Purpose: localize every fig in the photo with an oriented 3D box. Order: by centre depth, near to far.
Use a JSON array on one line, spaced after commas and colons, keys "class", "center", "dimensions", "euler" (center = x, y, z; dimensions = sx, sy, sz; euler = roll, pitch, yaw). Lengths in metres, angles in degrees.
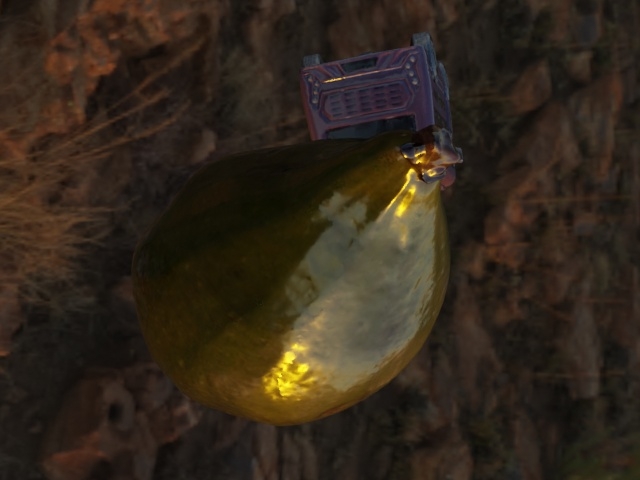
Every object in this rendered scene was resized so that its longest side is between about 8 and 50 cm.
[{"class": "fig", "center": [-0.002, 0.018, 0.460], "dimensions": [0.132, 0.185, 0.127], "euler": [6, 91, -20]}]

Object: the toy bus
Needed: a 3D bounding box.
[{"class": "toy bus", "center": [0.043, -0.072, 0.742], "dimensions": [0.178, 0.086, 0.098], "euler": [4, 76, -79]}]
